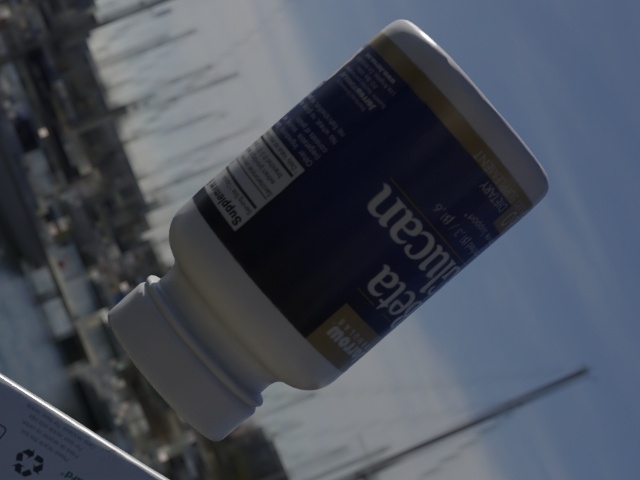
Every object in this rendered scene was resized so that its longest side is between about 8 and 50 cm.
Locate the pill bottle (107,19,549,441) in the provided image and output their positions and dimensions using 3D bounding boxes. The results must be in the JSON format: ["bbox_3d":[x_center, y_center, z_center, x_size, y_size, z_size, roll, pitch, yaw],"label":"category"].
[{"bbox_3d":[0.000,0.000,0.719,0.094,0.169,0.094,48,3,-3],"label":"pill bottle"}]

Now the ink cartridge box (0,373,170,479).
[{"bbox_3d":[-0.297,0.182,0.983,0.324,0.330,0.071,31,-35,10],"label":"ink cartridge box"}]
